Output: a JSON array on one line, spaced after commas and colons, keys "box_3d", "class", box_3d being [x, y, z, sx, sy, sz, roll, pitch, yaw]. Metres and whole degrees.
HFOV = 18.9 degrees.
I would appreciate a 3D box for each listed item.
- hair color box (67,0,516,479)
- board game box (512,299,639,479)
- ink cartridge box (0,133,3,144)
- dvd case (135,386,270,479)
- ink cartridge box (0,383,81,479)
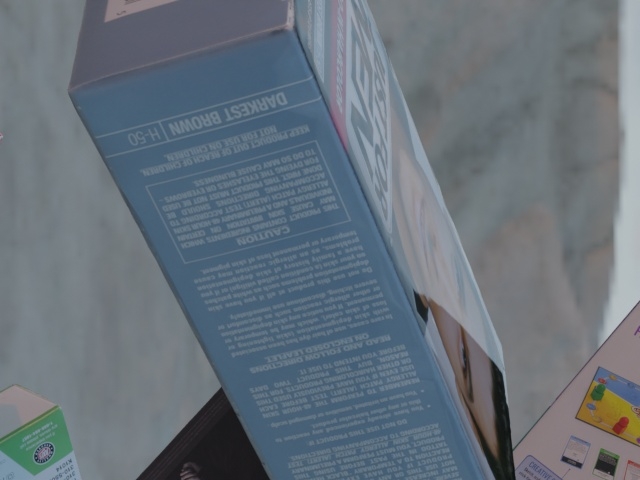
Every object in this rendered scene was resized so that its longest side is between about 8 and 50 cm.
[{"box_3d": [0.000, 0.000, 1.007, 0.185, 0.113, 0.374, -89, 160, -50], "class": "hair color box"}, {"box_3d": [0.287, 0.168, 1.418, 0.242, 0.316, 0.064, 38, -7, 36], "class": "board game box"}, {"box_3d": [-0.326, -0.048, 1.579, 0.115, 0.067, 0.198, -49, -176, -14], "class": "ink cartridge box"}, {"box_3d": [-0.022, 0.212, 1.257, 0.239, 0.179, 0.029, 48, 11, 26], "class": "dvd case"}, {"box_3d": [-0.307, 0.275, 1.844, 0.092, 0.160, 0.219, 17, -52, 45], "class": "ink cartridge box"}]
